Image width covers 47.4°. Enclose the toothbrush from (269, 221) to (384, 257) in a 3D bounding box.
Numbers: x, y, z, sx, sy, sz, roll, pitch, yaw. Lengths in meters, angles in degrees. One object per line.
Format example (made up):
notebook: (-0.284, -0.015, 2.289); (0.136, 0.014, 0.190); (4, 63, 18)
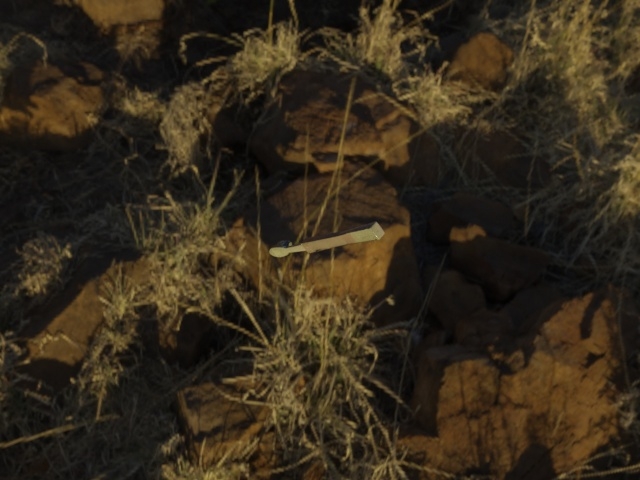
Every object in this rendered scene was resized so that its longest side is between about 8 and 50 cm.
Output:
toothbrush: (-0.001, 0.001, 0.691); (0.017, 0.194, 0.014); (-46, 107, -25)
